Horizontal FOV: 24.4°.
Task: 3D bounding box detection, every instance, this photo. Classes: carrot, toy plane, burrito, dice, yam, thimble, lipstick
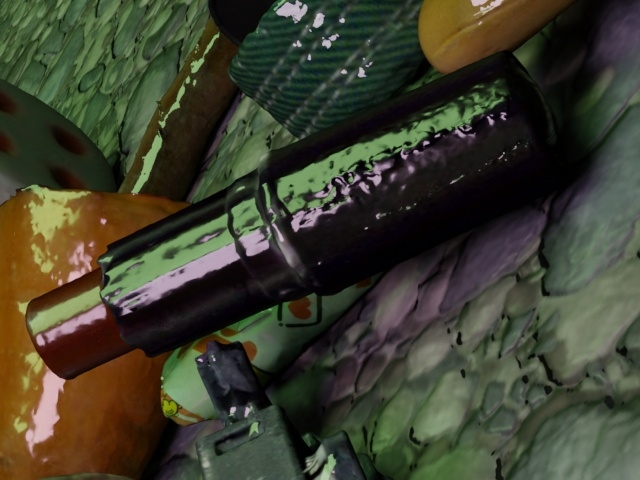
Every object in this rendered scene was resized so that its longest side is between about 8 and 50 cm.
[{"bbox_3d":[-0.149,0.085,0.944,0.159,0.159,0.225,-14,62,57],"label":"carrot"},{"bbox_3d":[-0.023,0.118,0.704,0.204,0.103,0.316,-23,28,-2],"label":"toy plane"},{"bbox_3d":[0.000,0.000,0.862,0.288,0.054,0.104,-45,27,31],"label":"burrito"},{"bbox_3d":[-0.296,-0.016,1.258,0.194,0.193,0.192,-50,28,22],"label":"dice"},{"bbox_3d":[-0.110,-0.086,1.152,0.241,0.056,0.057,-63,25,-8],"label":"yam"},{"bbox_3d":[0.015,-0.118,0.877,0.135,0.090,0.118,-43,4,47],"label":"thimble"},{"bbox_3d":[-0.019,-0.004,0.752,0.299,0.081,0.081,-24,37,15],"label":"lipstick"}]

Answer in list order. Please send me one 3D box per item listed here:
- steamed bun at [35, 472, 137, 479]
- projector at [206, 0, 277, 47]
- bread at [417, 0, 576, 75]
[{"bbox_3d":[-0.162,0.269,0.687,0.251,0.199,0.301,-42,32,32],"label":"steamed bun"},{"bbox_3d":[0.018,-0.290,1.078,0.108,0.108,0.338,-19,47,54],"label":"projector"},{"bbox_3d":[0.121,-0.156,0.741,0.189,0.077,0.114,-41,-7,15],"label":"bread"}]
